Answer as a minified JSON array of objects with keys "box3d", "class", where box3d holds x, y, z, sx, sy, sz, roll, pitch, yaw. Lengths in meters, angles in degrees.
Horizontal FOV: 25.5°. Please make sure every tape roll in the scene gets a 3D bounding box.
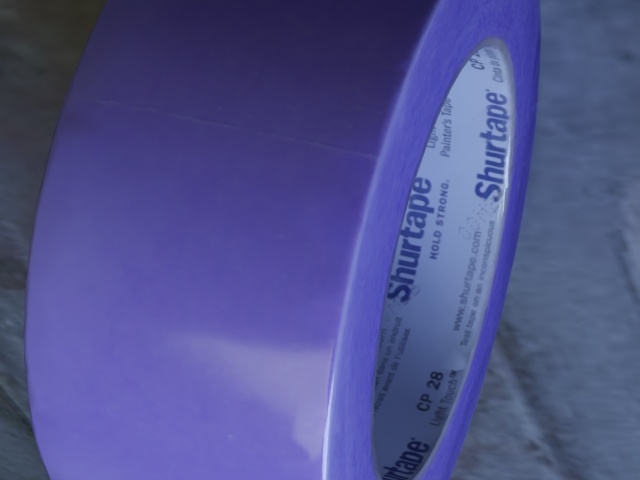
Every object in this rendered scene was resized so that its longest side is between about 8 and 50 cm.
[{"box3d":[0.000,0.000,0.400,0.080,0.189,0.189,13,142,18],"class":"tape roll"}]
